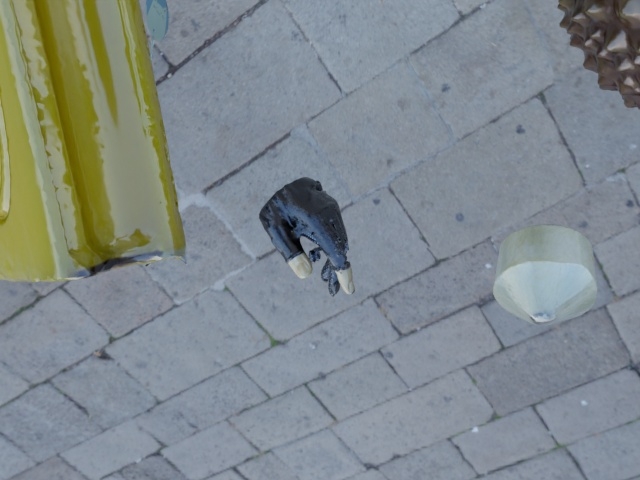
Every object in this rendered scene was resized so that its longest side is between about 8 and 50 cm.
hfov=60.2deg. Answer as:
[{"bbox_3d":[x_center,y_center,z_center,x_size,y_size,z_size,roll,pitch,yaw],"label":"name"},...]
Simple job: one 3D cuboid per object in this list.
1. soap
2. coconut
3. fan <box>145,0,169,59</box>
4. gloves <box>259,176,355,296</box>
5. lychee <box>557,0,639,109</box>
[{"bbox_3d":[-0.217,-0.126,0.411,0.204,0.096,0.324,-5,98,44],"label":"soap"},{"bbox_3d":[0.466,0.080,1.150,0.202,0.221,0.202,14,141,11],"label":"coconut"},{"bbox_3d":[-0.388,-0.499,1.296,0.005,0.113,0.175,-17,146,-38],"label":"fan"},{"bbox_3d":[0.002,-0.002,0.825,0.106,0.129,0.180,-45,79,11],"label":"gloves"},{"bbox_3d":[0.297,-0.192,0.370,0.268,0.267,0.267,1,119,2],"label":"lychee"}]
